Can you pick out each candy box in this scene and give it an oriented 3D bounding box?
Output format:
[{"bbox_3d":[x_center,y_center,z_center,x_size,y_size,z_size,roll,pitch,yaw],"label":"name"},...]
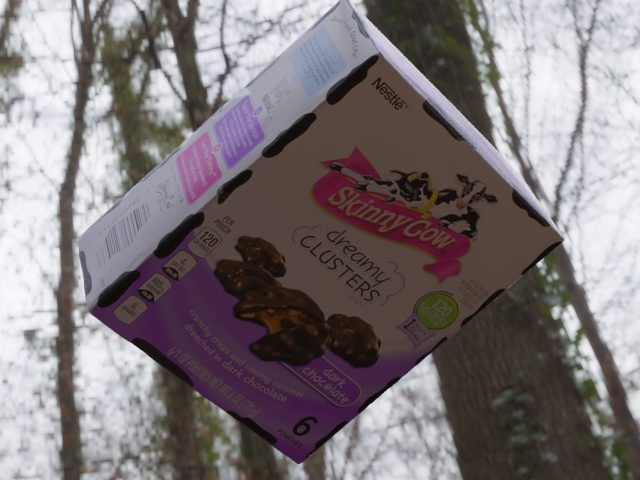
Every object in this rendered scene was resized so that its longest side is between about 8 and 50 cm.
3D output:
[{"bbox_3d":[0.000,0.000,0.760,0.196,0.070,0.165,-41,-57,12],"label":"candy box"}]
